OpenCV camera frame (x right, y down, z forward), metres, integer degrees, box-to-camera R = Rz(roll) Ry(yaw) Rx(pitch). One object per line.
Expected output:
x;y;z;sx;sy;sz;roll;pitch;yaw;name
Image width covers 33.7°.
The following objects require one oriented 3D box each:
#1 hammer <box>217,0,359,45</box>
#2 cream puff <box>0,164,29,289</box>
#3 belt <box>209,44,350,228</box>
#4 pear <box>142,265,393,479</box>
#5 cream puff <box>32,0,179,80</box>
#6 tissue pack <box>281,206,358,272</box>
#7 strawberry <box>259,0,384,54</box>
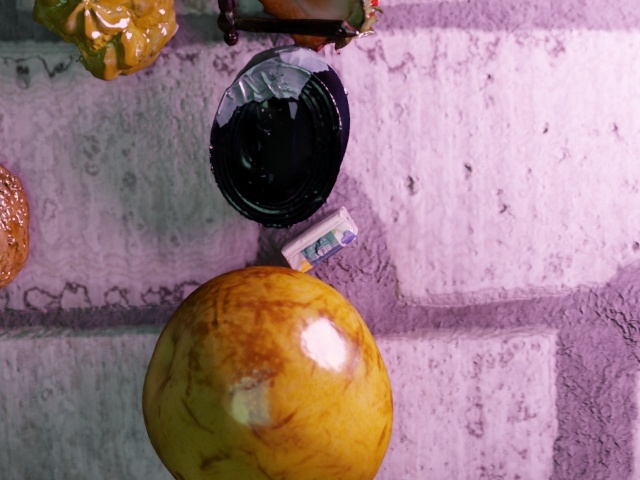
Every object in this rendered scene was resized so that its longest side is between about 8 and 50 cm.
-0.039;-0.234;1.134;0.178;0.021;0.065;12;127;32;hammer
-0.426;-0.008;1.174;0.183;0.169;0.183;1;103;4;cream puff
-0.045;-0.117;1.160;0.151;0.078;0.198;14;117;3;belt
-0.055;0.167;1.146;0.280;0.281;0.281;1;102;3;pear
-0.227;-0.249;1.132;0.121;0.156;0.156;-21;100;25;cream puff
0.000;0.000;1.205;0.083;0.062;0.042;-33;96;8;tissue pack
-0.012;-0.286;1.139;0.187;0.082;0.146;38;127;3;strawberry
